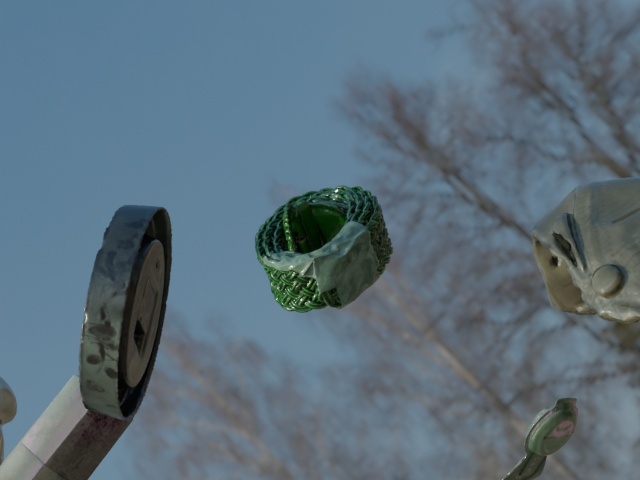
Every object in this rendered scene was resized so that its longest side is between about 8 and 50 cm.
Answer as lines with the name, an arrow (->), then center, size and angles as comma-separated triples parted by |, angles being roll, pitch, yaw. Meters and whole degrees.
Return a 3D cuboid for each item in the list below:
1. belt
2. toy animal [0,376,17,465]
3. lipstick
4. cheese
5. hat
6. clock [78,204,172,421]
belt -> 0.000, 0.000, 1.602 | 0.151, 0.121, 0.079 | -63, -38, -51
toy animal -> -0.496, 0.313, 2.158 | 0.241, 0.196, 0.367 | -41, -13, -35
lipstick -> -0.337, 0.297, 1.873 | 0.317, 0.068, 0.066 | -52, -52, -8
cheese -> 0.236, 0.212, 1.791 | 0.067, 0.026, 0.120 | 0, -52, -39
hat -> 0.236, 0.001, 0.863 | 0.245, 0.214, 0.149 | -40, -45, -17
clock -> -0.191, 0.069, 1.676 | 0.215, 0.042, 0.215 | 9, -90, -84
